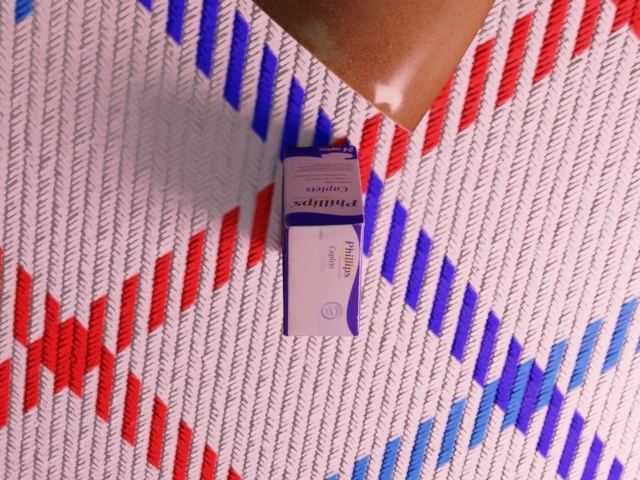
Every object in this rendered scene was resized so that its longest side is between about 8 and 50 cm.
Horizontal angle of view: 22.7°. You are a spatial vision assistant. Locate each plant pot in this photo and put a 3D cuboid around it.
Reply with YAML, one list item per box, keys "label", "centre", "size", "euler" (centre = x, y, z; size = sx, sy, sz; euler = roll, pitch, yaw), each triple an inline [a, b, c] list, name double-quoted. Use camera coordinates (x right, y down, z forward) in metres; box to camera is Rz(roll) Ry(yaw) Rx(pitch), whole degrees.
- label: "plant pot"
  centre: [0.070, -0.256, 1.270]
  size: [0.237, 0.237, 0.254]
  euler: [39, 99, -25]

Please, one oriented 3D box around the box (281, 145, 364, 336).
- label: "box"
  centre: [0.000, 0.000, 1.466]
  size: [0.072, 0.137, 0.126]
  euler: [-1, 123, -2]
